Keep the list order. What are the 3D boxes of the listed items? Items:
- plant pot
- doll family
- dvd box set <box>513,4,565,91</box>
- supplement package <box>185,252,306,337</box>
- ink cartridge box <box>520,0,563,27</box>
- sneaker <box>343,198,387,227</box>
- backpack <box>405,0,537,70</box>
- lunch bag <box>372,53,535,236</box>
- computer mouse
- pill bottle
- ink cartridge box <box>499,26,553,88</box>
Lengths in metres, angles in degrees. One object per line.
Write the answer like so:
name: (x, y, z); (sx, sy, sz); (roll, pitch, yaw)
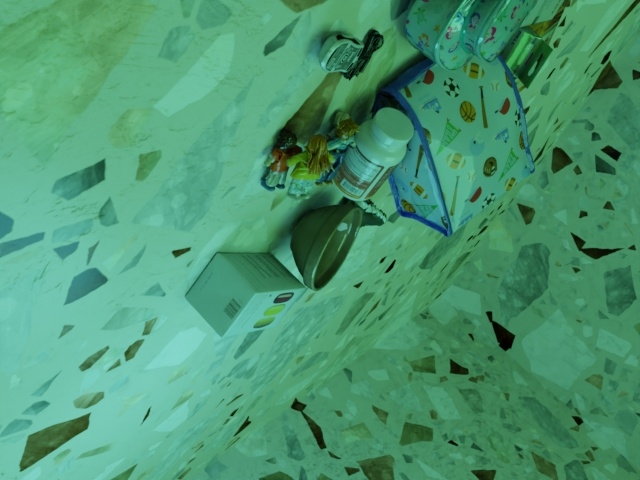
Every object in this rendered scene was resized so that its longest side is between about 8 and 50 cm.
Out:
plant pot: (0.000, 0.000, 1.576); (0.237, 0.110, 0.237); (-53, 161, -27)
doll family: (0.008, -0.173, 1.287); (0.263, 0.118, 0.163); (-29, 153, -41)
dvd box set: (0.507, -0.473, 1.816); (0.420, 0.062, 0.307); (-38, 158, -23)
supplement package: (-0.165, 0.120, 1.466); (0.139, 0.134, 0.244); (-52, 159, 16)
ink cartridge box: (0.481, -0.603, 1.440); (0.273, 0.114, 0.197); (-26, 150, -43)
sneaker: (0.111, -0.068, 1.766); (0.106, 0.078, 0.234); (-47, 157, 8)
backpack: (0.296, -0.461, 1.251); (0.253, 0.191, 0.225); (-47, 162, 14)
lunch bag: (0.310, -0.268, 1.530); (0.328, 0.239, 0.385); (-37, 127, -21)
computer mouse: (0.045, -0.346, 1.157); (0.106, 0.042, 0.193); (-51, 166, 25)
pill bottle: (0.116, -0.192, 1.412); (0.121, 0.121, 0.216); (-31, 167, -37)
ink cartridge box: (0.464, -0.469, 1.532); (0.062, 0.209, 0.109); (11, 127, -24)
